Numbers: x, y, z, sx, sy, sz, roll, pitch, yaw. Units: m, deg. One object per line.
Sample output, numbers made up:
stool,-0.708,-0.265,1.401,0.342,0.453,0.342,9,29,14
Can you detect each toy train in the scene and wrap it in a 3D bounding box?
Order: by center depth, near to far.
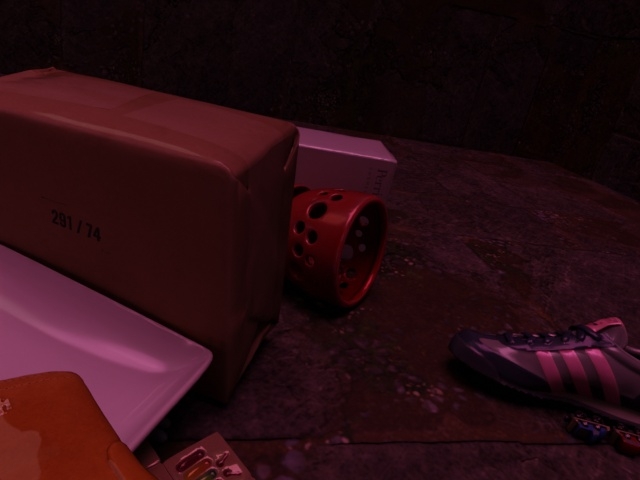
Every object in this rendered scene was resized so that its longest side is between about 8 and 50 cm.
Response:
toy train,0.392,0.256,0.602,0.158,0.027,0.036,15,34,7

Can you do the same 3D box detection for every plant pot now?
plant pot,0.000,0.000,0.800,0.174,0.191,0.191,16,23,25

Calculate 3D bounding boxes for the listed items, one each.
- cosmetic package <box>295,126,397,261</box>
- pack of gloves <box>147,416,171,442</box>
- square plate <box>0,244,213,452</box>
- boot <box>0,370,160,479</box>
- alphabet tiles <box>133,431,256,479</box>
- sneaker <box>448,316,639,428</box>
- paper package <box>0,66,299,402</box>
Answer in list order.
cosmetic package,-0.101,-0.110,0.954,0.452,0.230,0.162,7,24,-9
pack of gloves,-0.276,0.183,0.448,0.231,0.046,0.195,26,26,7
square plate,-0.314,0.124,0.364,0.343,0.049,0.347,24,26,7
boot,-0.112,0.149,0.263,0.294,0.104,0.211,-13,39,-27
alphabet tiles,-0.163,0.262,0.289,0.342,0.011,0.285,-17,41,-42
sneaker,0.348,0.155,0.661,0.318,0.131,0.112,15,11,5
paper package,-0.212,-0.012,0.562,0.324,0.310,0.168,15,30,11
